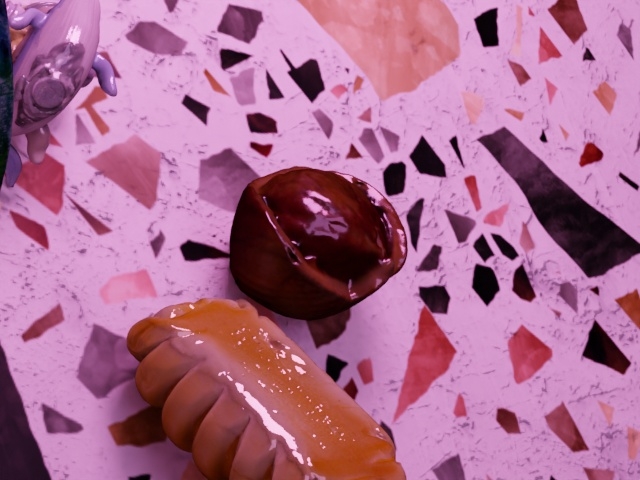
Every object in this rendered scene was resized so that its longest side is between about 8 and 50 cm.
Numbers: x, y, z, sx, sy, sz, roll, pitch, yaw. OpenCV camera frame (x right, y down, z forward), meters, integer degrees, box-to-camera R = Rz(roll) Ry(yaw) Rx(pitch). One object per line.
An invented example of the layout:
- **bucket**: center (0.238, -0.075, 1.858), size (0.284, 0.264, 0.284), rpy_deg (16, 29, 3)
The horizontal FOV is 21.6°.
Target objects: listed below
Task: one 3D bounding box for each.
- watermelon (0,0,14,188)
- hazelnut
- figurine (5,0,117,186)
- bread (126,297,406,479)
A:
- **watermelon**: center (-0.414, -0.164, 1.472), size (0.222, 0.319, 0.292), rpy_deg (-9, 70, -30)
- **hazelnut**: center (-0.006, -0.006, 1.774), size (0.202, 0.160, 0.170), rpy_deg (-37, 93, -35)
- **figurine**: center (-0.287, -0.164, 1.658), size (0.128, 0.184, 0.208), rpy_deg (38, 89, -26)
- **bread**: center (-0.056, 0.180, 1.617), size (0.173, 0.121, 0.311), rpy_deg (-7, 42, -47)
